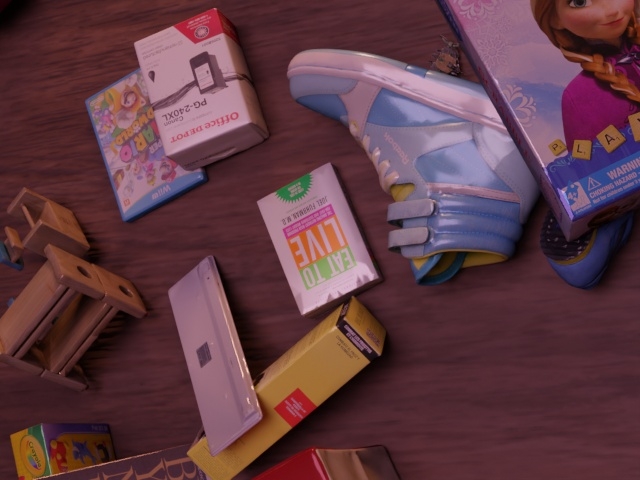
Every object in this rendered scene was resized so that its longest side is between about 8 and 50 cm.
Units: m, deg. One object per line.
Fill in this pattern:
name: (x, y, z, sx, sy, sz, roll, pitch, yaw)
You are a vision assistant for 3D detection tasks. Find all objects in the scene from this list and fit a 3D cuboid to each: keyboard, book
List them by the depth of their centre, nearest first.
keyboard: (-0.118, 0.119, 1.428, 0.072, 0.014, 0.256, -44, 39, 20)
book: (0.000, 0.000, 1.442, 0.096, 0.035, 0.144, -29, 70, 15)

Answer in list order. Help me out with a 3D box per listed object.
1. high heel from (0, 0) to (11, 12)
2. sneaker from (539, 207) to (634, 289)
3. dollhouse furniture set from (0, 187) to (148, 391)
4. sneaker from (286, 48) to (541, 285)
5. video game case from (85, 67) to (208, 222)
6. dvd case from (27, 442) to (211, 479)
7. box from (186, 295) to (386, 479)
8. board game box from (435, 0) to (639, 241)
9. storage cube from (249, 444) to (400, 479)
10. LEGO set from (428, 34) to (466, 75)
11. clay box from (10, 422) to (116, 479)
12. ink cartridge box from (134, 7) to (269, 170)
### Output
high heel: (-0.474, -0.226, 1.684, 0.377, 0.127, 0.181, -28, 100, 15)
sneaker: (0.282, -0.050, 1.300, 0.069, 0.082, 0.209, 11, 69, 42)
dollhouse furniture set: (-0.312, 0.058, 1.547, 0.129, 0.129, 0.183, -49, 41, 12)
sneaker: (0.079, -0.072, 1.360, 0.319, 0.127, 0.208, 19, 90, 28)
video game case: (-0.209, -0.120, 1.566, 0.119, 0.015, 0.166, -27, 72, 20)
dvd case: (-0.198, 0.315, 1.413, 0.018, 0.221, 0.164, 132, 126, -62)
box: (-0.035, 0.160, 1.395, 0.232, 0.087, 0.058, -41, 96, 14)
board game box: (0.303, -0.208, 1.248, 0.319, 0.066, 0.318, -26, 71, -1)
storage cube: (-0.009, 0.326, 1.310, 0.193, 0.184, 0.215, -32, 70, 18)
LEGO set: (0.145, -0.191, 1.406, 0.083, 0.023, 0.054, 1, 85, 13)
clay box: (-0.266, 0.316, 1.467, 0.053, 0.127, 0.222, -23, 74, 22)
ink cartridge box: (-0.136, -0.171, 1.504, 0.109, 0.063, 0.150, -21, 73, 11)
